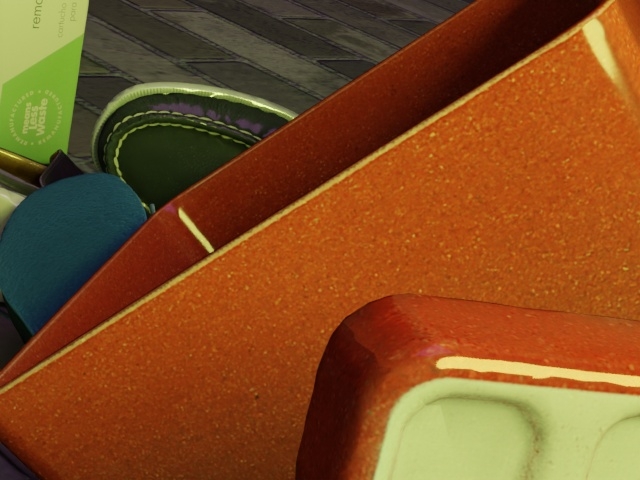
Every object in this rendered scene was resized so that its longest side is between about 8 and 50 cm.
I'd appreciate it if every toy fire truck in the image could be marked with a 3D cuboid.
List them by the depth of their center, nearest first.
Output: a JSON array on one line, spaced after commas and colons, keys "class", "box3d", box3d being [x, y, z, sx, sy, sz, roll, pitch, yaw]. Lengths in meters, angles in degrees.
[{"class": "toy fire truck", "box3d": [0.126, 0.147, 0.439, 0.302, 0.254, 0.169, 7, 21, -16]}]

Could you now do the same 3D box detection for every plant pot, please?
[{"class": "plant pot", "box3d": [0.067, 0.050, 0.616, 0.236, 0.267, 0.267, 55, 18, -9]}]

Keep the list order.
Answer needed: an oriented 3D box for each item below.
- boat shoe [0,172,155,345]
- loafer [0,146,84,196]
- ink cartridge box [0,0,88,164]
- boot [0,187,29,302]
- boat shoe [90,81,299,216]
[{"class": "boat shoe", "box3d": [-0.118, 0.057, 0.784, 0.109, 0.089, 0.258, -20, 36, -1]}, {"class": "loafer", "box3d": [-0.186, -0.033, 1.018, 0.170, 0.061, 0.062, 9, 19, -13]}, {"class": "ink cartridge box", "box3d": [-0.347, -0.157, 1.039, 0.353, 0.207, 0.119, -7, 26, -41]}, {"class": "boot", "box3d": [-0.161, 0.009, 0.933, 0.190, 0.069, 0.086, 22, 13, 3]}, {"class": "boat shoe", "box3d": [0.000, 0.000, 0.891, 0.302, 0.114, 0.091, 24, 16, -12]}]
